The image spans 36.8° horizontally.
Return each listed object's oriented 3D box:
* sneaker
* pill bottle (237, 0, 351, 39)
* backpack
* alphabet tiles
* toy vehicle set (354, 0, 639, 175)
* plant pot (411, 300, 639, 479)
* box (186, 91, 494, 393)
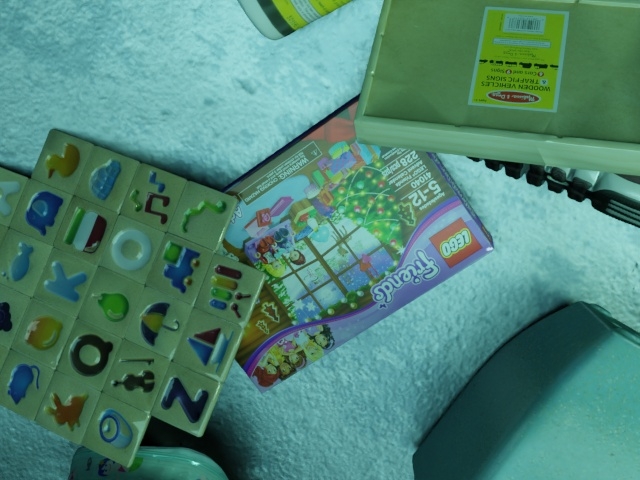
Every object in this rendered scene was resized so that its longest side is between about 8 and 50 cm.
[{"bbox_3d":[0.231,-0.134,0.910,0.281,0.106,0.162,26,84,9],"label":"sneaker"},{"bbox_3d":[0.018,-0.279,0.869,0.209,0.119,0.119,-25,101,14],"label":"pill bottle"},{"bbox_3d":[-0.191,0.316,0.999,0.225,0.253,0.191,2,65,7],"label":"backpack"},{"bbox_3d":[-0.235,0.052,0.974,0.343,0.011,0.285,21,88,18],"label":"alphabet tiles"},{"bbox_3d":[0.175,-0.148,0.851,0.267,0.035,0.165,8,63,14],"label":"toy vehicle set"},{"bbox_3d":[0.260,0.206,0.922,0.248,0.247,0.252,29,99,-2],"label":"plant pot"},{"bbox_3d":[0.000,0.000,0.984,0.293,0.057,0.201,-34,100,15],"label":"box"}]
